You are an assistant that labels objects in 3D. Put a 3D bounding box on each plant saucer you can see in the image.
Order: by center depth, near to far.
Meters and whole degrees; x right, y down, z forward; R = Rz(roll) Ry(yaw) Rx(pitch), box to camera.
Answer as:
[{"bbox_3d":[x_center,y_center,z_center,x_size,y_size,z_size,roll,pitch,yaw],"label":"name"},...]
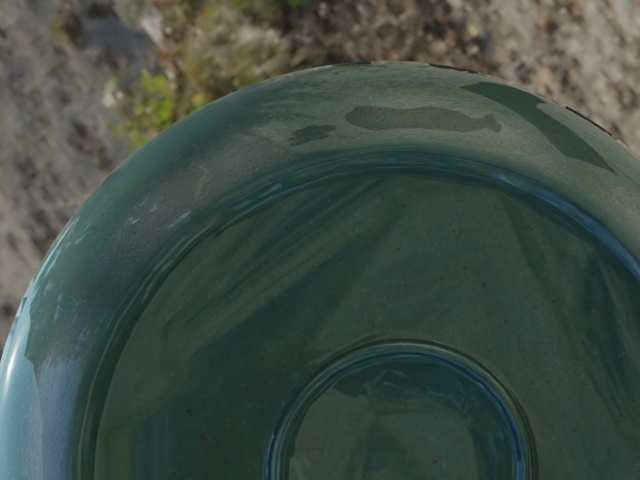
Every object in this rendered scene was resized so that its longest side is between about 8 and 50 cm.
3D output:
[{"bbox_3d":[0.029,0.088,0.609,0.318,0.317,0.044,53,177,-5],"label":"plant saucer"}]
